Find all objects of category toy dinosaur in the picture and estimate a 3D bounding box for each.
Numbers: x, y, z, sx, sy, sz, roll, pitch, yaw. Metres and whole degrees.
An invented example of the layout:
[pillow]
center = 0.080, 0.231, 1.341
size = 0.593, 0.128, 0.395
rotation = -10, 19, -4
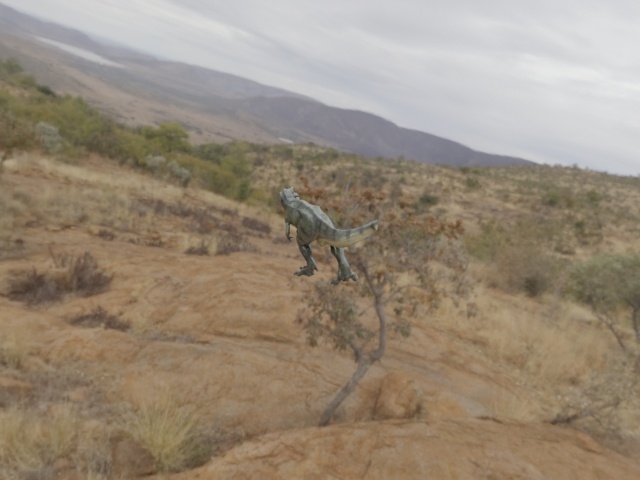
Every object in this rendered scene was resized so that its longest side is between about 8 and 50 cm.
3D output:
[toy dinosaur]
center = 0.000, 0.000, 0.716
size = 0.064, 0.118, 0.268
rotation = -19, 24, -24
